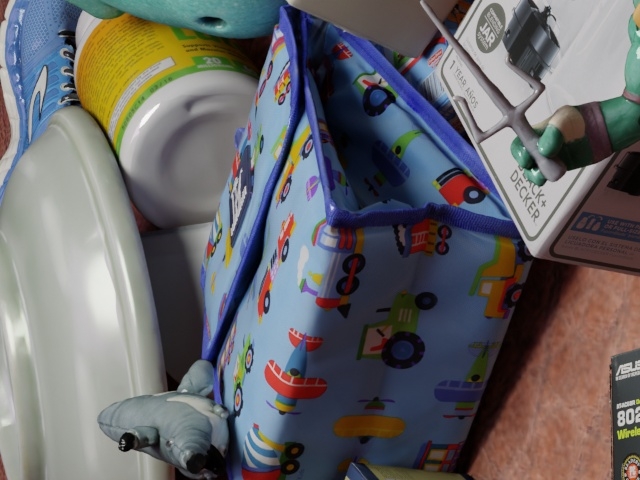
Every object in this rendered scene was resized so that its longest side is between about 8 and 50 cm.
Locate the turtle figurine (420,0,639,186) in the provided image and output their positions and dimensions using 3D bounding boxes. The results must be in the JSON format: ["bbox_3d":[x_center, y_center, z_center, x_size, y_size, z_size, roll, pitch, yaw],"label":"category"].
[{"bbox_3d":[0.169,-0.077,0.655,0.118,0.234,0.175,-58,4,-30],"label":"turtle figurine"}]

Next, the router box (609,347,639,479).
[{"bbox_3d":[0.188,0.090,0.756,0.122,0.038,0.092,-26,58,57],"label":"router box"}]

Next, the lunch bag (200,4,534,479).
[{"bbox_3d":[0.000,0.000,1.021,0.293,0.138,0.221,-117,37,-53],"label":"lunch bag"}]

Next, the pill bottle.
[{"bbox_3d":[-0.121,-0.119,1.295,0.136,0.136,0.246,-67,31,22],"label":"pill bottle"}]

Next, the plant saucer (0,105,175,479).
[{"bbox_3d":[-0.211,0.095,1.293,0.400,0.100,0.401,172,90,-72],"label":"plant saucer"}]

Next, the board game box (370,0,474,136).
[{"bbox_3d":[0.048,-0.142,1.094,0.160,0.039,0.212,-44,45,48],"label":"board game box"}]

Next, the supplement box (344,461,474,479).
[{"bbox_3d":[0.051,0.180,0.930,0.056,0.083,0.083,41,116,59],"label":"supplement box"}]

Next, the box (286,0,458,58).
[{"bbox_3d":[0.079,-0.252,0.955,0.275,0.113,0.094,-52,40,23],"label":"box"}]

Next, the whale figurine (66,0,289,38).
[{"bbox_3d":[-0.102,-0.198,1.127,0.272,0.216,0.141,-15,62,39],"label":"whale figurine"}]

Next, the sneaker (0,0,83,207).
[{"bbox_3d":[-0.228,-0.122,1.541,0.147,0.129,0.330,-1,83,47],"label":"sneaker"}]

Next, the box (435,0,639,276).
[{"bbox_3d":[0.181,-0.142,0.798,0.290,0.087,0.169,-61,33,31],"label":"box"}]

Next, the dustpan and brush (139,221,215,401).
[{"bbox_3d":[-0.069,0.095,1.196,0.147,0.060,0.211,-8,77,29],"label":"dustpan and brush"}]

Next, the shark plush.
[{"bbox_3d":[-0.089,0.124,0.947,0.161,0.067,0.073,-131,46,-69],"label":"shark plush"}]
